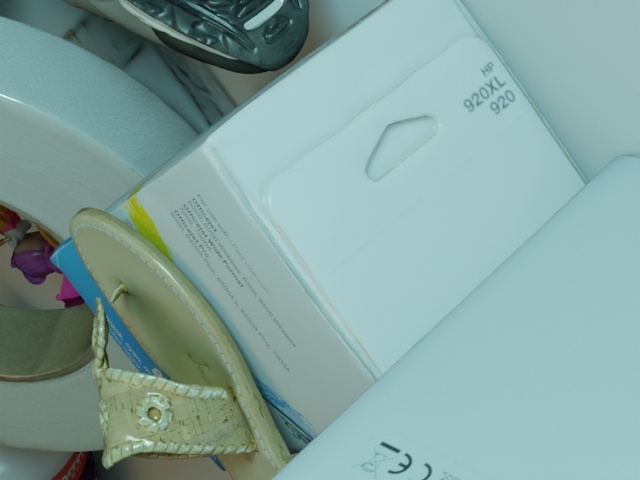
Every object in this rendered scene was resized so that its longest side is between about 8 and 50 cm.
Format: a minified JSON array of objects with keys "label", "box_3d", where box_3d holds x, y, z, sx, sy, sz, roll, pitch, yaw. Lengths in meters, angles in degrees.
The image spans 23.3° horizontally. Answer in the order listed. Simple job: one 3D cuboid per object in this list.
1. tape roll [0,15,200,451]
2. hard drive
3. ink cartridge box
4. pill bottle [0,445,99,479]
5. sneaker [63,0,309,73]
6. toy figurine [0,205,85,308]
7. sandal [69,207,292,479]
[{"label":"tape roll","box_3d":[-0.238,0.007,1.089,0.392,0.072,0.392,8,138,8]},{"label":"hard drive","box_3d":[0.116,0.084,0.630,0.203,0.307,0.040,22,140,41]},{"label":"ink cartridge box","box_3d":[0.000,0.000,0.835,0.168,0.171,0.233,53,151,-6]},{"label":"pill bottle","box_3d":[-0.309,0.227,1.507,0.181,0.181,0.323,33,146,28]},{"label":"sneaker","box_3d":[-0.101,-0.165,0.882,0.271,0.100,0.108,36,159,33]},{"label":"toy figurine","box_3d":[-0.234,-0.013,1.197,0.173,0.130,0.159,-23,115,43]},{"label":"sandal","box_3d":[-0.072,0.098,0.789,0.240,0.079,0.088,53,151,-7]}]
